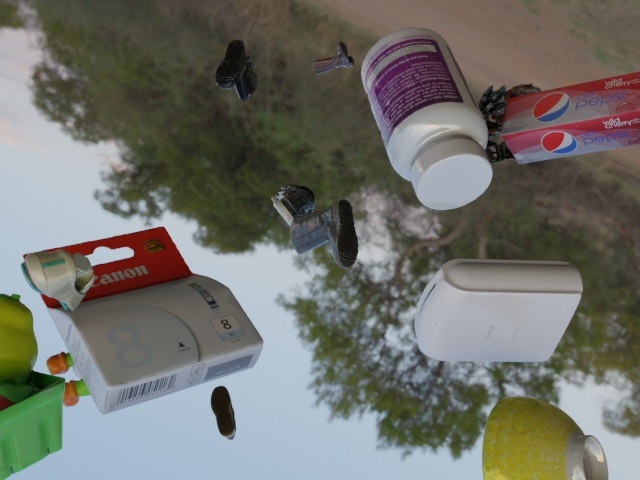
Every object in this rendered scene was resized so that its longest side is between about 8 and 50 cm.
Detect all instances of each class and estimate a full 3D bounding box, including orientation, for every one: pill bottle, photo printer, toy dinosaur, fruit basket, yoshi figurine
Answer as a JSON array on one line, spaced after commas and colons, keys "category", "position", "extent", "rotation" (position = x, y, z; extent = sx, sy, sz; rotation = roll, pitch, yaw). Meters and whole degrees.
[{"category": "pill bottle", "position": [0.178, -0.200, 1.462], "extent": [0.169, 0.169, 0.301], "rotation": [22, -142, -36]}, {"category": "photo printer", "position": [0.353, 0.147, 1.820], "extent": [0.308, 0.256, 0.107], "rotation": [2, -133, -9]}, {"category": "toy dinosaur", "position": [0.359, -0.245, 1.966], "extent": [0.164, 0.322, 0.218], "rotation": [39, -178, -14]}, {"category": "fruit basket", "position": [-0.763, 0.321, 2.018], "extent": [0.392, 0.392, 0.283], "rotation": [32, -144, 29]}, {"category": "yoshi figurine", "position": [-0.579, 0.340, 2.530], "extent": [0.203, 0.362, 0.203], "rotation": [-112, 0, -61]}]

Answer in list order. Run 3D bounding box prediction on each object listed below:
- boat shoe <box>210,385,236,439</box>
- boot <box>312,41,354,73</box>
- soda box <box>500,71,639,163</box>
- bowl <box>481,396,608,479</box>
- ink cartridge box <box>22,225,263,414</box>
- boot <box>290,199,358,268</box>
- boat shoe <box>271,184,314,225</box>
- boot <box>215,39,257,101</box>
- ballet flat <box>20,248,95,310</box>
[{"category": "boat shoe", "position": [-0.254, 0.454, 2.311], "extent": [0.049, 0.056, 0.152], "rotation": [80, 177, -51]}, {"category": "boot", "position": [0.022, -0.484, 2.350], "extent": [0.114, 0.037, 0.106], "rotation": [-6, 154, 20]}, {"category": "soda box", "position": [0.440, -0.203, 1.461], "extent": [0.263, 0.092, 0.083], "rotation": [-8, 141, 35]}, {"category": "bowl", "position": [0.440, 0.428, 1.645], "extent": [0.156, 0.289, 0.289], "rotation": [-15, 157, 38]}, {"category": "ink cartridge box", "position": [-0.330, 0.108, 1.622], "extent": [0.308, 0.091, 0.385], "rotation": [-13, -126, -35]}, {"category": "boot", "position": [0.002, 0.002, 2.228], "extent": [0.076, 0.189, 0.208], "rotation": [17, 153, -39]}, {"category": "boat shoe", "position": [-0.068, -0.108, 2.534], "extent": [0.127, 0.113, 0.340], "rotation": [52, 180, 0]}, {"category": "boot", "position": [-0.151, -0.296, 1.617], "extent": [0.045, 0.121, 0.099], "rotation": [2, 144, 14]}, {"category": "ballet flat", "position": [-0.377, 0.054, 1.316], "extent": [0.086, 0.086, 0.248], "rotation": [27, 171, -3]}]
